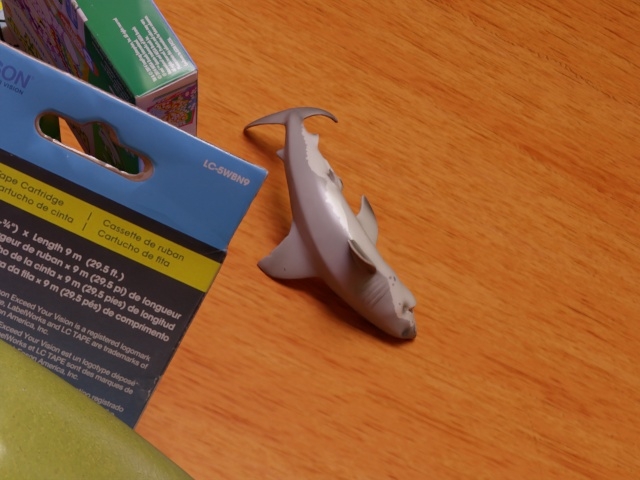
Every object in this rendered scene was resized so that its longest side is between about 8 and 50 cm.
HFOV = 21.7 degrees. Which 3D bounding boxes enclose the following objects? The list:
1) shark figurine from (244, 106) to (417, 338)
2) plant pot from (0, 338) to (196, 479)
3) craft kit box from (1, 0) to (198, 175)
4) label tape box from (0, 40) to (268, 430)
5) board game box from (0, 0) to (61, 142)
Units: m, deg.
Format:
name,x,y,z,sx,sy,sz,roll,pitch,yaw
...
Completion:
name,x,y,z,sx,sy,sz,roll,pitch,yaw
shark figurine,-0.016,-0.023,1.598,0.278,0.116,0.166,63,14,18
plant pot,-0.151,0.247,1.121,0.293,0.275,0.275,27,41,-16
craft kit box,-0.176,-0.151,1.282,0.061,0.247,0.250,-29,70,-13
label tape box,-0.215,0.023,1.225,0.240,0.334,0.106,26,18,-12
board game box,-0.312,-0.095,1.421,0.142,0.144,0.275,11,47,-28
